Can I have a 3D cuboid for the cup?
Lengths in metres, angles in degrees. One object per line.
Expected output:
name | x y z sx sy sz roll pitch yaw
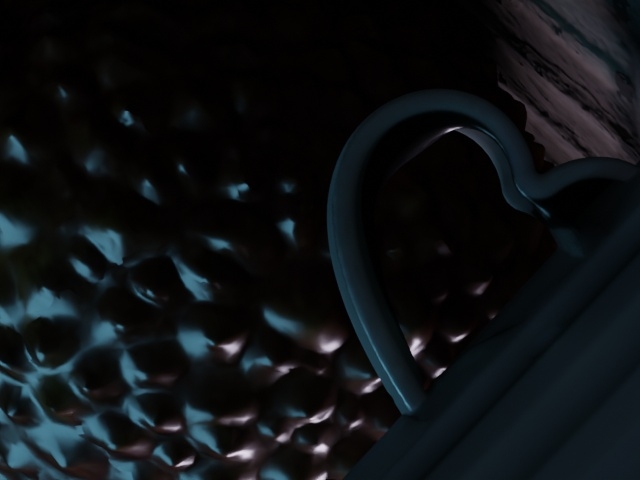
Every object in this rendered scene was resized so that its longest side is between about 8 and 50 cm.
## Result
cup | 0.086 0.071 0.575 0.221 0.202 0.167 42 172 32

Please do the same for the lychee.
lychee | -0.040 0.003 0.749 0.304 0.276 0.276 18 160 32
